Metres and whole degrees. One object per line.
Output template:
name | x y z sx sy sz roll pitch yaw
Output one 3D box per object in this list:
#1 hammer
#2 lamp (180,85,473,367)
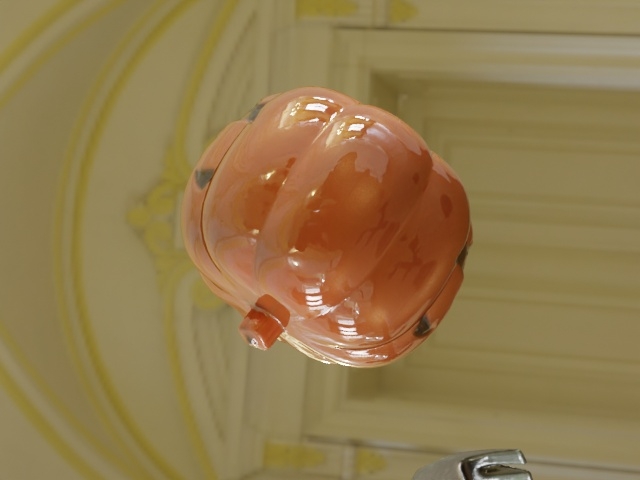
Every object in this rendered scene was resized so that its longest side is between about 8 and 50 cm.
hammer | 0.115 0.212 0.849 0.033 0.111 0.288 65 177 -23
lamp | 0.000 0.000 0.882 0.164 0.187 0.188 -55 -23 -16
